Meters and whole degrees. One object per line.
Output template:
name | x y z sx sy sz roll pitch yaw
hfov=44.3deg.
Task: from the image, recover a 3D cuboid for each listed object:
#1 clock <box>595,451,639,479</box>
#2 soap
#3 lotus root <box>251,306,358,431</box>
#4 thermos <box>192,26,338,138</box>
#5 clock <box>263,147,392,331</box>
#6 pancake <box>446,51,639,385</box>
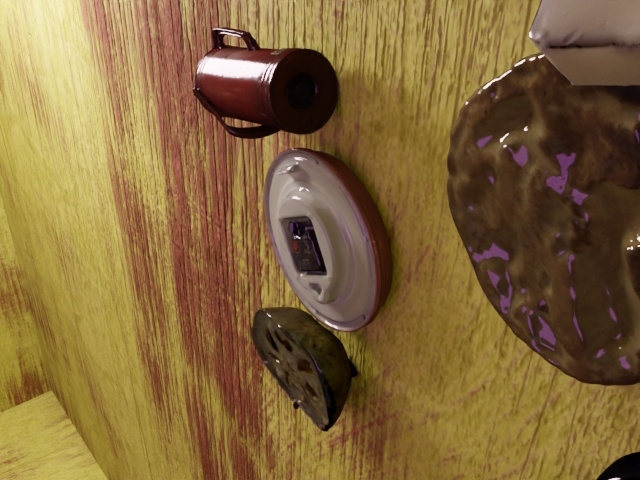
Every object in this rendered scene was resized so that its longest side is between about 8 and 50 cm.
clock | 0.354 0.290 0.478 0.379 0.120 0.276 1 104 44
soap | 0.219 -0.155 0.457 0.183 0.064 0.121 16 86 54
lotus root | -0.014 0.163 1.089 0.183 0.078 0.203 51 155 17
thermos | -0.086 -0.191 0.942 0.232 0.099 0.124 23 133 50
clock | -0.001 0.000 0.982 0.244 0.056 0.244 38 140 40
pancake | 0.209 -0.023 0.632 0.294 0.050 0.294 39 142 40
